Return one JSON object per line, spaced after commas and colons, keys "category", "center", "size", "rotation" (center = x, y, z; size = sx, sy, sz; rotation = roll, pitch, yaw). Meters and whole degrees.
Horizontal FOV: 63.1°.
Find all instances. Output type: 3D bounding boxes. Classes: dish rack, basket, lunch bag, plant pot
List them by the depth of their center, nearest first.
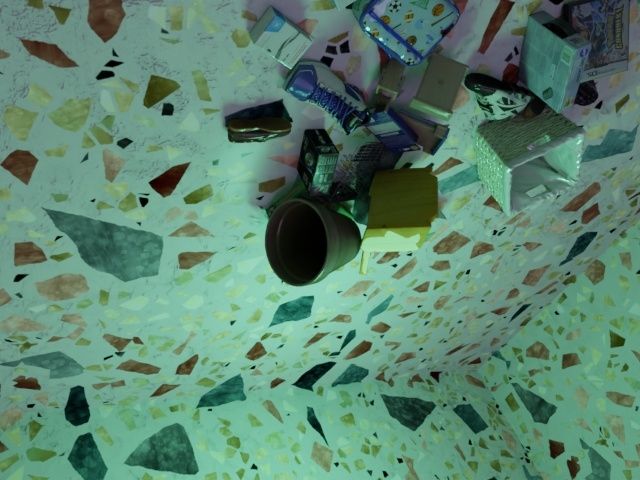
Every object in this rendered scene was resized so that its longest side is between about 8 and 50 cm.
{"category": "lunch bag", "center": [0.253, -0.659, 1.540], "size": [0.304, 0.114, 0.243], "rotation": [22, 124, -42]}
{"category": "dish rack", "center": [0.122, -0.255, 1.920], "size": [0.208, 0.074, 0.271], "rotation": [-14, 142, -54]}
{"category": "plant pot", "center": [0.000, 0.000, 1.968], "size": [0.281, 0.323, 0.323], "rotation": [-5, 140, -48]}
{"category": "basket", "center": [0.831, -0.331, 2.103], "size": [0.329, 0.266, 0.331], "rotation": [-26, 141, 1]}

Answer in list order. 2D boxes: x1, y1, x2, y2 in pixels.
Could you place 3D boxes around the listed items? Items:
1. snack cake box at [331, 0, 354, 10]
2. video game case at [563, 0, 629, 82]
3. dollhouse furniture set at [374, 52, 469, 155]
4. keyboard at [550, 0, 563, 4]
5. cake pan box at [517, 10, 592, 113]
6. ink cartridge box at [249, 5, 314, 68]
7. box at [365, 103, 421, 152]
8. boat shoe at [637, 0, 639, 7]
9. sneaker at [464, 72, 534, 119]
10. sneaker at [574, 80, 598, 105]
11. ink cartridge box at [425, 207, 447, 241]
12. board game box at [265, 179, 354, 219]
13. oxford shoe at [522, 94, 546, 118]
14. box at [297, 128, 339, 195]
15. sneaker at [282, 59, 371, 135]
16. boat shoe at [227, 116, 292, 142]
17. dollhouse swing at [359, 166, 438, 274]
{"category": "snack cake box", "center": [0.050, -0.754, 1.336], "size": [0.152, 0.089, 0.264], "rotation": [-28, 142, 7]}
{"category": "video game case", "center": [0.970, -0.709, 1.832], "size": [0.249, 0.035, 0.274], "rotation": [-17, 113, -10]}
{"category": "dollhouse furniture set", "center": [0.331, -0.480, 1.816], "size": [0.287, 0.198, 0.303], "rotation": [22, 161, 2]}
{"category": "keyboard", "center": [0.748, -0.835, 1.675], "size": [0.192, 0.038, 0.100], "rotation": [9, 154, -37]}
{"category": "cake pan box", "center": [0.784, -0.610, 1.774], "size": [0.070, 0.245, 0.266], "rotation": [-23, 141, -9]}
{"category": "ink cartridge box", "center": [-0.099, -0.569, 1.492], "size": [0.180, 0.060, 0.104], "rotation": [21, 123, -43]}
{"category": "box", "center": [0.243, -0.383, 1.814], "size": [0.225, 0.137, 0.036], "rotation": [36, 68, -36]}
{"category": "boat shoe", "center": [1.222, -0.913, 1.771], "size": [0.320, 0.118, 0.103], "rotation": [-37, 135, 8]}
{"category": "sneaker", "center": [0.632, -0.509, 1.905], "size": [0.331, 0.122, 0.146], "rotation": [6, 131, -32]}
{"category": "sneaker", "center": [0.933, -0.637, 1.956], "size": [0.283, 0.124, 0.107], "rotation": [39, 139, -26]}
{"category": "ink cartridge box", "center": [0.427, -0.083, 2.303], "size": [0.213, 0.093, 0.154], "rotation": [9, 131, -39]}
{"category": "board game box", "center": [-0.036, -0.104, 2.075], "size": [0.214, 0.046, 0.317], "rotation": [-39, 140, 15]}
{"category": "oxford shoe", "center": [0.844, -0.544, 2.001], "size": [0.212, 0.076, 0.076], "rotation": [-43, -176, -19]}
{"category": "box", "center": [-0.012, -0.272, 1.812], "size": [0.078, 0.147, 0.180], "rotation": [-7, 139, -22]}
{"category": "sneaker", "center": [0.053, -0.436, 1.630], "size": [0.316, 0.182, 0.127], "rotation": [13, 126, -39]}
{"category": "boat shoe", "center": [-0.197, -0.352, 1.685], "size": [0.207, 0.073, 0.073], "rotation": [-3, 139, -15]}
{"category": "dollhouse swing", "center": [0.296, -0.052, 2.005], "size": [0.316, 0.346, 0.304], "rotation": [-2, 132, 14]}
